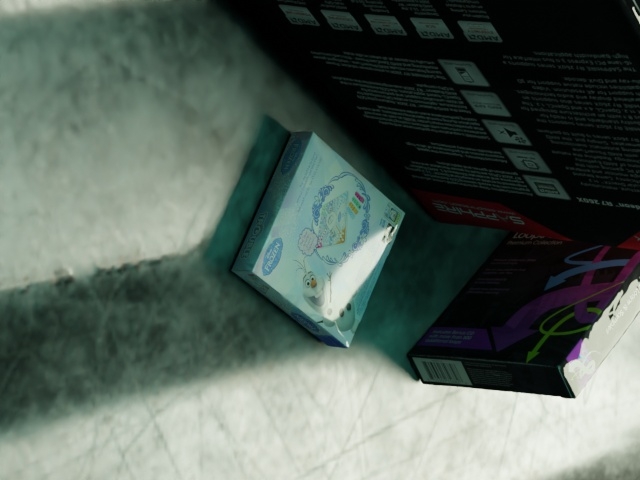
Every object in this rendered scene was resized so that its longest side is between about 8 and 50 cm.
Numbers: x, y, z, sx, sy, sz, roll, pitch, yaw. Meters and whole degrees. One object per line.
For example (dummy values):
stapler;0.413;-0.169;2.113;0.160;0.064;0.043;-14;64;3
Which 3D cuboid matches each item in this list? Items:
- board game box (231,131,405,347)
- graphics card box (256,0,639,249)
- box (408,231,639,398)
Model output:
board game box;0.000;0.000;1.096;0.090;0.020;0.090;41;64;-40
graphics card box;0.089;-0.125;0.996;0.371;0.232;0.094;46;62;-46
box;0.142;0.029;1.175;0.162;0.116;0.029;-46;122;-35
